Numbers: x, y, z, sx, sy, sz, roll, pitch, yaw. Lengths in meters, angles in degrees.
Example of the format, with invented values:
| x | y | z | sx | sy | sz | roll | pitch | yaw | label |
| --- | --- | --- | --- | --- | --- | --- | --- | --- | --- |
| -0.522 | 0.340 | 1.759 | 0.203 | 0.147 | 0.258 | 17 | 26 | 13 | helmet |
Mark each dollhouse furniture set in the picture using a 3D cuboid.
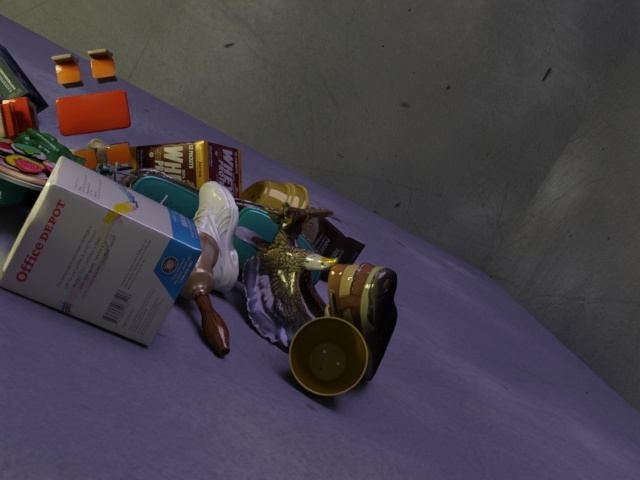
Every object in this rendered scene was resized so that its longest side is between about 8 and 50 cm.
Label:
| x | y | z | sx | sy | sz | roll | pitch | yaw | label |
| --- | --- | --- | --- | --- | --- | --- | --- | --- | --- |
| -0.540 | -0.265 | 1.746 | 0.259 | 0.261 | 0.135 | -9 | 5 | -5 | dollhouse furniture set |

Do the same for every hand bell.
| x | y | z | sx | sy | sz | roll | pitch | yaw | label |
| --- | --- | --- | --- | --- | --- | --- | --- | --- | --- |
| -0.201 | 0.106 | 1.394 | 0.126 | 0.126 | 0.242 | 22 | 27 | -40 | hand bell |

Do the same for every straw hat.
| x | y | z | sx | sy | sz | roll | pitch | yaw | label |
| --- | --- | --- | --- | --- | --- | --- | --- | --- | --- |
| -0.536 | -0.210 | 1.960 | 0.145 | 0.061 | 0.144 | 29 | 11 | -6 | straw hat |

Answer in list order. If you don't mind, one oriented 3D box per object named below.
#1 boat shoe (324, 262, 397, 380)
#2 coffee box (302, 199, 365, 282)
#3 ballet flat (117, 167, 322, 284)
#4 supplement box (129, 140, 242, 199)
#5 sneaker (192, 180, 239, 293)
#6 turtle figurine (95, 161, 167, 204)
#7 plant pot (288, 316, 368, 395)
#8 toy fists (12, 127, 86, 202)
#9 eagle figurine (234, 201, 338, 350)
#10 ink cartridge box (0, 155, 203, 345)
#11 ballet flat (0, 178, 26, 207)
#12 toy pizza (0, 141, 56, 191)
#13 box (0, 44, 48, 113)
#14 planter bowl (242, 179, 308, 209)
| x | y | z | sx | sy | sz | roll | pitch | yaw | label |
| --- | --- | --- | --- | --- | --- | --- | --- | --- | --- |
| 0.069 | 0.140 | 1.492 | 0.120 | 0.122 | 0.324 | 19 | -36 | 16 | boat shoe |
| 0.000 | 0.000 | 2.247 | 0.098 | 0.141 | 0.246 | 24 | 12 | -34 | coffee box |
| -0.225 | -0.026 | 1.775 | 0.483 | 0.163 | 0.182 | 24 | -8 | -23 | ballet flat |
| -0.310 | -0.153 | 1.900 | 0.194 | 0.129 | 0.191 | -2 | -1 | 20 | supplement box |
| -0.225 | -0.015 | 1.593 | 0.115 | 0.090 | 0.232 | 9 | 63 | -37 | sneaker |
| -0.380 | -0.050 | 1.492 | 0.175 | 0.118 | 0.234 | 36 | 23 | 14 | turtle figurine |
| 0.012 | 0.206 | 1.418 | 0.134 | 0.134 | 0.095 | 32 | -13 | 8 | plant pot |
| -0.535 | -0.144 | 1.569 | 0.142 | 0.096 | 0.279 | 25 | 13 | -20 | toy fists |
| -0.050 | 0.077 | 1.619 | 0.227 | 0.298 | 0.225 | 0 | -4 | -19 | eagle figurine |
| -0.323 | 0.012 | 1.213 | 0.233 | 0.171 | 0.168 | 27 | 11 | -21 | ink cartridge box |
| -0.568 | -0.082 | 1.280 | 0.087 | 0.083 | 0.247 | 8 | 6 | 13 | ballet flat |
| -0.490 | -0.129 | 1.345 | 0.201 | 0.032 | 0.201 | 24 | 10 | -4 | toy pizza |
| -0.747 | -0.394 | 1.942 | 0.183 | 0.059 | 0.233 | 55 | -5 | -6 | box |
| -0.142 | -0.081 | 1.977 | 0.090 | 0.217 | 0.217 | 45 | 2 | -30 | planter bowl |
